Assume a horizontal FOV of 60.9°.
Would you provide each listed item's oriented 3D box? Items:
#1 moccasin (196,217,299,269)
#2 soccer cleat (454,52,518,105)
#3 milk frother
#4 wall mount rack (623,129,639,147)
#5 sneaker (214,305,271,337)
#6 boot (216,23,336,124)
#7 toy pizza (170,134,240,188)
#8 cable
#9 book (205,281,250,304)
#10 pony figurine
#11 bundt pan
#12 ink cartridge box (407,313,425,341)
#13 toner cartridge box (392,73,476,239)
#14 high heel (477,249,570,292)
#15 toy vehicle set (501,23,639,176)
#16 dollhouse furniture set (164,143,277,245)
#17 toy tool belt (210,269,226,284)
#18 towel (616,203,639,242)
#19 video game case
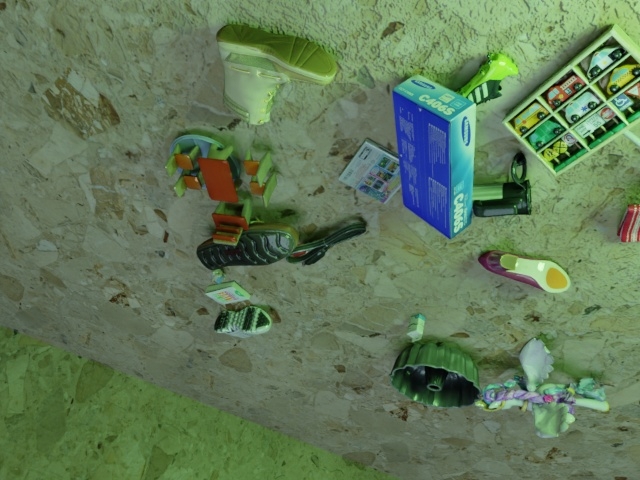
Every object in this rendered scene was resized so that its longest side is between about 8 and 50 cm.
[{"bbox_3d":[-0.210,0.006,1.649,0.380,0.147,0.139,-17,114,43],"label":"moccasin"},{"bbox_3d":[0.318,-0.296,1.097,0.072,0.060,0.179,26,140,-15],"label":"soccer cleat"},{"bbox_3d":[0.411,-0.124,1.257,0.135,0.129,0.143,-3,95,25],"label":"milk frother"},{"bbox_3d":[0.730,-0.209,0.983,0.304,0.130,0.350,17,143,-3],"label":"wall mount rack"},{"bbox_3d":[-0.281,0.326,2.106,0.292,0.110,0.118,-9,143,43],"label":"sneaker"},{"bbox_3d":[-0.099,-0.339,1.188,0.262,0.095,0.203,17,142,6],"label":"boot"},{"bbox_3d":[-0.312,-0.215,1.488,0.201,0.032,0.201,11,143,8],"label":"toy pizza"},{"bbox_3d":[0.000,0.000,1.590,0.139,0.072,0.287,11,145,-38],"label":"cable"},{"bbox_3d":[-0.344,0.197,2.023,0.144,0.035,0.096,-15,135,35],"label":"book"},{"bbox_3d":[0.740,0.513,1.788,0.363,0.302,0.351,8,148,-14],"label":"pony figurine"},{"bbox_3d":[0.420,0.480,1.971,0.331,0.124,0.331,12,142,10],"label":"bundt pan"},{"bbox_3d":[0.316,0.291,1.810,0.028,0.083,0.048,34,140,-20],"label":"ink cartridge box"},{"bbox_3d":[0.251,-0.173,1.193,0.165,0.075,0.348,41,159,36],"label":"toner cartridge box"},{"bbox_3d":[0.553,0.085,1.482,0.244,0.082,0.117,13,177,-15],"label":"high heel"},{"bbox_3d":[0.504,-0.256,1.045,0.166,0.035,0.267,43,140,-3],"label":"toy vehicle set"},{"bbox_3d":[-0.258,-0.121,1.445,0.262,0.135,0.259,7,142,13],"label":"dollhouse furniture set"},{"bbox_3d":[-0.361,0.133,1.930,0.051,0.052,0.083,26,144,4],"label":"toy tool belt"},{"bbox_3d":[0.809,-0.034,1.181,0.275,0.031,0.199,1,161,22],"label":"towel"},{"bbox_3d":[0.140,-0.170,1.363,0.143,0.019,0.157,26,141,-10],"label":"video game case"}]
